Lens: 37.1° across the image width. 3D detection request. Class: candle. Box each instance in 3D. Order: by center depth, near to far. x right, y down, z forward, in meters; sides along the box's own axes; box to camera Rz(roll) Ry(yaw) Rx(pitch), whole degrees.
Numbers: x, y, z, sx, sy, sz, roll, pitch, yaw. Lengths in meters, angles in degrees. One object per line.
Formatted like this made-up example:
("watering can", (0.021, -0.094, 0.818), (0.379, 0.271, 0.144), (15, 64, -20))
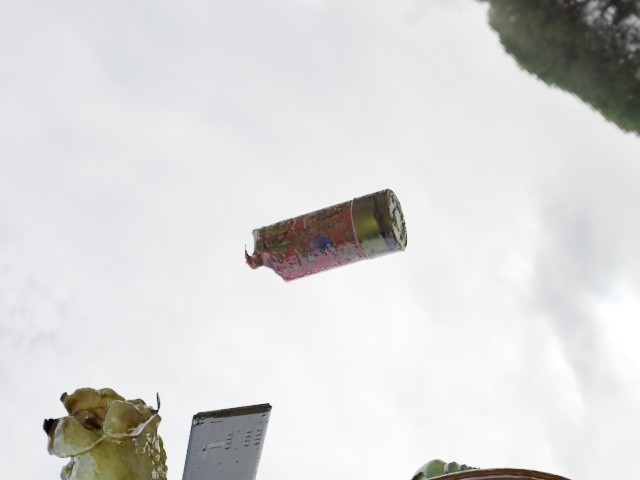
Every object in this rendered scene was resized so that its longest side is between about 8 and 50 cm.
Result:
("candle", (0.000, 0.000, 0.737), (0.052, 0.130, 0.052), (-15, -90, -71))

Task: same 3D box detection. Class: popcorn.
("popcorn", (-0.270, 0.275, 1.261), (0.173, 0.195, 0.168), (1, -156, 21))

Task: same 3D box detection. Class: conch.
("conch", (0.176, 0.397, 1.486), (0.079, 0.201, 0.095), (20, -146, -15))

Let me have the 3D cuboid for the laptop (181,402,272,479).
("laptop", (-0.147, 0.326, 1.458), (0.129, 0.180, 0.016), (-3, -145, -26))

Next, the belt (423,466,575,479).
("belt", (0.040, 0.200, 0.409), (0.261, 0.184, 0.105), (-29, -64, -36))
